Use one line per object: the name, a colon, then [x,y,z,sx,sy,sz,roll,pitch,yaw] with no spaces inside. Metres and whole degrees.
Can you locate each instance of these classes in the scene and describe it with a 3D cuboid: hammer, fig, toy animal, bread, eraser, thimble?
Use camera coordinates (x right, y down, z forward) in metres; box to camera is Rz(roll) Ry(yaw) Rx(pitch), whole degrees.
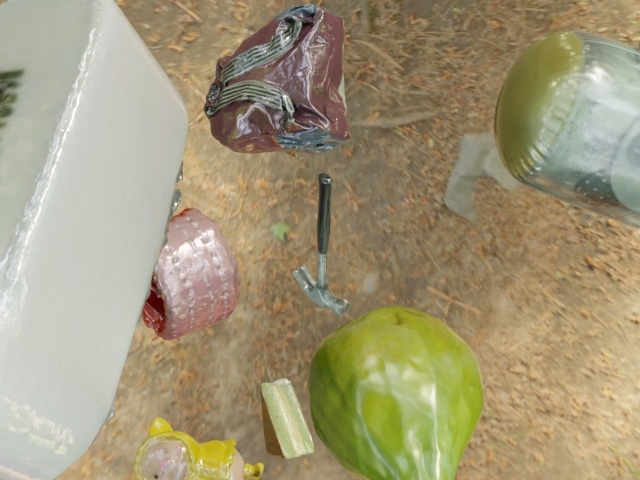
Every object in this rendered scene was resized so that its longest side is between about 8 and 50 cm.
hammer: [0.245,-0.158,0.603,0.202,0.113,0.305,18,89,-14]
fig: [0.121,0.217,1.131,0.233,0.314,0.233,-20,127,-30]
toy animal: [-0.224,0.420,1.643,0.230,0.156,0.156,16,102,-2]
hammer: [0.000,0.000,1.354,0.029,0.103,0.246,-34,139,-35]
bread: [-0.063,0.336,1.711,0.074,0.084,0.139,-4,88,-30]
eraser: [-0.237,0.012,0.618,0.332,0.150,0.331,-7,62,14]
thimble: [-0.204,0.048,1.322,0.125,0.189,0.163,-25,63,-26]

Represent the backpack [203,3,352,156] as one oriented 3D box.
backpack: [-0.100,-0.303,1.787,0.317,0.197,0.283,-6,79,33]
